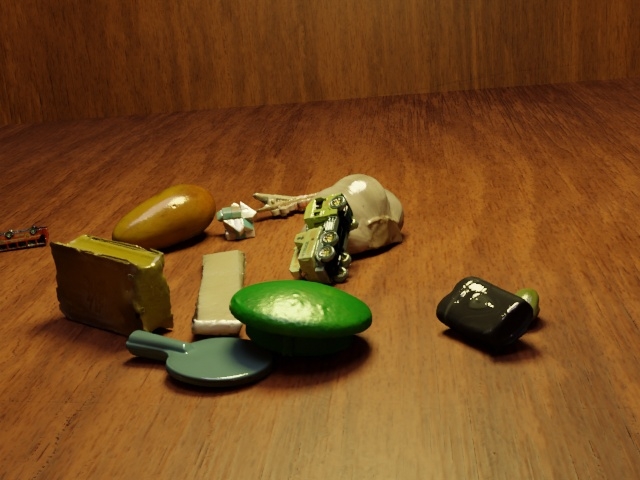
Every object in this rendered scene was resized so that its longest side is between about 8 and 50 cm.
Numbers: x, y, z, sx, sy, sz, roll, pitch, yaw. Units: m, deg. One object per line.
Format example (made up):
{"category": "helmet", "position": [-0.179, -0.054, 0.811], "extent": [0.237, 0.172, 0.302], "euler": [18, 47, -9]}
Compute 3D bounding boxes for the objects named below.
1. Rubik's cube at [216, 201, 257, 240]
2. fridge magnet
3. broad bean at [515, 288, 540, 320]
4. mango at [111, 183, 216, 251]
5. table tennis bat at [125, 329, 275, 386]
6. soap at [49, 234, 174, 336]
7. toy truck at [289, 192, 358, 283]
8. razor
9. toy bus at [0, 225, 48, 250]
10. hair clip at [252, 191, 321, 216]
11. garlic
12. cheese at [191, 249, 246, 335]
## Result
{"category": "Rubik's cube", "position": [-0.170, -0.043, 2.062], "extent": [0.075, 0.073, 0.084], "euler": [-12, 16, -21]}
{"category": "fridge magnet", "position": [-0.029, 0.108, 1.442], "extent": [0.208, 0.088, 0.208], "euler": [5, 13, -1]}
{"category": "broad bean", "position": [0.294, 0.103, 1.474], "extent": [0.063, 0.045, 0.083], "euler": [8, 28, 43]}
{"category": "mango", "position": [-0.314, -0.044, 2.026], "extent": [0.253, 0.113, 0.138], "euler": [-27, 7, -41]}
{"category": "table tennis bat", "position": [-0.177, 0.165, 1.422], "extent": [0.237, 0.038, 0.149], "euler": [8, 19, 27]}
{"category": "soap", "position": [-0.340, 0.073, 1.607], "extent": [0.233, 0.134, 0.076], "euler": [12, 23, 43]}
{"category": "toy truck", "position": [0.000, 0.000, 1.760], "extent": [0.100, 0.077, 0.168], "euler": [-6, 51, 23]}
{"category": "razor", "position": [0.237, 0.104, 1.428], "extent": [0.090, 0.054, 0.148], "euler": [-46, 29, -11]}
{"category": "toy bus", "position": [-0.635, -0.004, 2.124], "extent": [0.110, 0.043, 0.031], "euler": [-9, 13, -8]}
{"category": "hair clip", "position": [-0.054, -0.083, 2.212], "extent": [0.214, 0.056, 0.062], "euler": [-5, -2, -31]}
{"category": "garlic", "position": [0.054, -0.053, 1.918], "extent": [0.178, 0.142, 0.229], "euler": [10, 30, 37]}
{"category": "cheese", "position": [-0.169, 0.083, 1.707], "extent": [0.085, 0.034, 0.400], "euler": [-2, 16, -4]}
